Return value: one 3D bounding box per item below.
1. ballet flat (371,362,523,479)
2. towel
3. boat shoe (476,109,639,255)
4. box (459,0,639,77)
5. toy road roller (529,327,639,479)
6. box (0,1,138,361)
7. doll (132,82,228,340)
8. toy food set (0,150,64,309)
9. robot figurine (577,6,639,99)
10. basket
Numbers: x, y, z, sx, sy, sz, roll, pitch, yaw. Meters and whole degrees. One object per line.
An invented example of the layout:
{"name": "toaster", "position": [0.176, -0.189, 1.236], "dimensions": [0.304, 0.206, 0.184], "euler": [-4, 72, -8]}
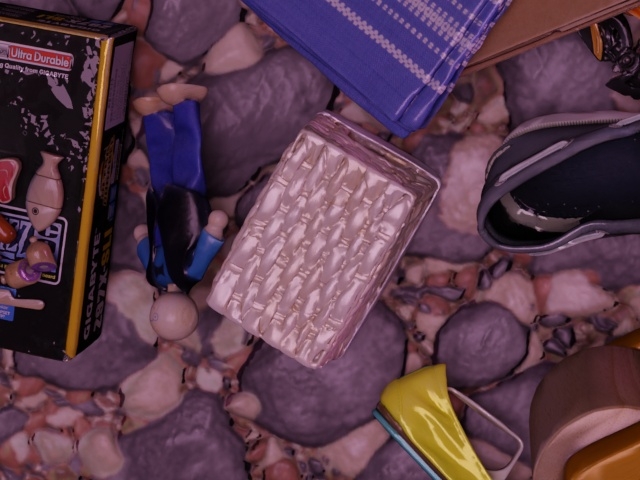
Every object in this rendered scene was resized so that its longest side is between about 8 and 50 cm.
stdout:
{"name": "ballet flat", "position": [0.133, 0.190, 1.296], "dimensions": [0.077, 0.077, 0.231], "euler": [-37, 86, -3]}
{"name": "towel", "position": [0.082, -0.267, 1.234], "dimensions": [0.243, 0.040, 0.336], "euler": [42, 102, 30]}
{"name": "boat shoe", "position": [0.250, -0.043, 1.173], "dimensions": [0.319, 0.099, 0.116], "euler": [-7, 116, 35]}
{"name": "box", "position": [0.140, -0.236, 1.222], "dimensions": [0.164, 0.021, 0.201], "euler": [-21, 73, 26]}
{"name": "toy road roller", "position": [0.326, 0.158, 1.188], "dimensions": [0.329, 0.202, 0.241], "euler": [-24, 101, 12]}
{"name": "box", "position": [-0.316, -0.064, 1.347], "dimensions": [0.322, 0.079, 0.257], "euler": [12, 106, 10]}
{"name": "doll", "position": [-0.111, -0.018, 1.310], "dimensions": [0.129, 0.046, 0.189], "euler": [-17, 74, 54]}
{"name": "toy food set", "position": [-0.233, -0.009, 1.290], "dimensions": [0.077, 0.019, 0.122], "euler": [7, 104, 11]}
{"name": "robot figurine", "position": [0.319, -0.155, 1.207], "dimensions": [0.291, 0.085, 0.211], "euler": [35, 103, 6]}
{"name": "basket", "position": [0.000, 0.000, 1.284], "dimensions": [0.113, 0.103, 0.167], "euler": [31, 101, 6]}
